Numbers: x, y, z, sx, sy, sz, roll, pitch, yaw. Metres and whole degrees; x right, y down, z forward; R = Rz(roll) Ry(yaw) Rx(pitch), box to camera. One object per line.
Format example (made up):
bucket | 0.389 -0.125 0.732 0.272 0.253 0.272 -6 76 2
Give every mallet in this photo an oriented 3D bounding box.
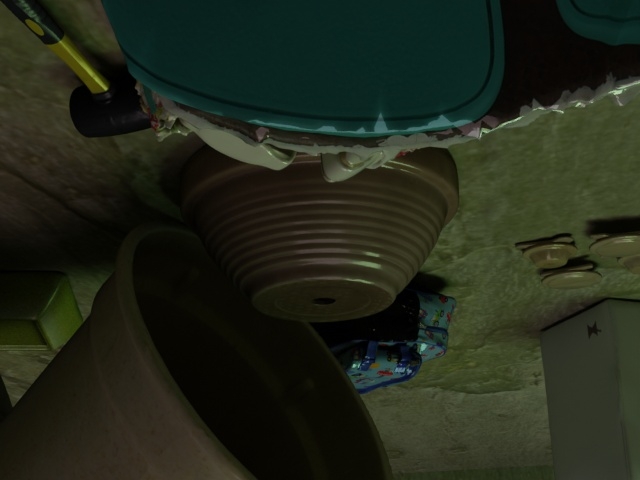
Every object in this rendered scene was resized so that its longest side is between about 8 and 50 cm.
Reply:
mallet | -0.150 -0.121 0.590 0.062 0.039 0.190 -5 155 10

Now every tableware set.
tableware set | 0.285 0.019 1.006 0.141 0.020 0.168 -11 158 27

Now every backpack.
backpack | 0.064 0.106 1.080 0.173 0.117 0.158 11 156 -37

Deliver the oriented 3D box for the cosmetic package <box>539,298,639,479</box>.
cosmetic package | 0.529 0.222 1.261 0.453 0.230 0.161 7 158 -19

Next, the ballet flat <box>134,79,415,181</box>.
ballet flat | -0.012 -0.079 0.647 0.241 0.077 0.091 8 156 -25

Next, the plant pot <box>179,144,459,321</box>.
plant pot | 0.000 0.000 0.810 0.237 0.110 0.237 -1 158 -1

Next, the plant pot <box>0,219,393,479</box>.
plant pot | -0.154 0.205 0.871 0.305 0.334 0.334 -41 145 15

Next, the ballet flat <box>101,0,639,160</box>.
ballet flat | 0.100 -0.121 0.491 0.409 0.147 0.147 -4 159 6

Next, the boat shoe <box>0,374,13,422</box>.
boat shoe | -0.421 0.072 0.819 0.156 0.187 0.500 -33 151 -4

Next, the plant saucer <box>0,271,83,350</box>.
plant saucer | -0.371 0.086 1.085 0.188 0.045 0.188 1 158 -7
